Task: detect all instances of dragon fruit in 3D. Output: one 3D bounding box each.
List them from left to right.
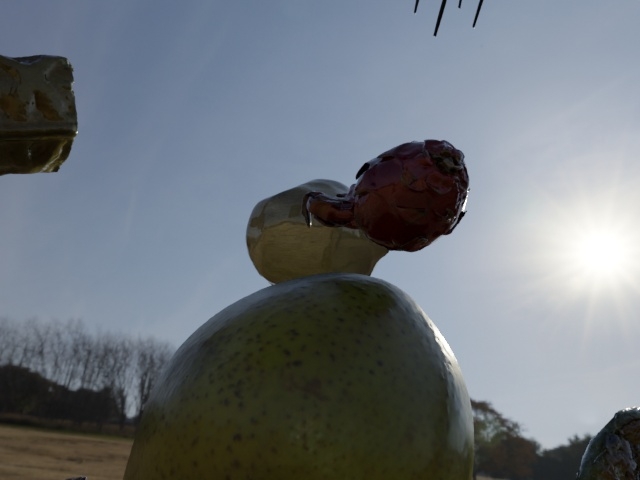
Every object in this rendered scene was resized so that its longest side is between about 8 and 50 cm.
[{"bbox_3d":[0.055,-0.032,0.489,0.094,0.094,0.190,22,-22,-34],"label":"dragon fruit"}]

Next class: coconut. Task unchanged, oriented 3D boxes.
[{"bbox_3d":[0.000,0.000,0.863,0.224,0.224,0.224,7,-20,2],"label":"coconut"}]

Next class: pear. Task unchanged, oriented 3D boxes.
[{"bbox_3d":[-0.008,0.165,0.447,0.294,0.294,0.294,7,-20,2],"label":"pear"}]

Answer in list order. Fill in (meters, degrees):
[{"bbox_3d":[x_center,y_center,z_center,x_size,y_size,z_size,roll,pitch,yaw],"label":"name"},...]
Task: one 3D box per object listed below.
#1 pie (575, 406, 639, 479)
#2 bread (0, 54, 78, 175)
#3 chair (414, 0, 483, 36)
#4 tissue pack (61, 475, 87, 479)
[{"bbox_3d":[0.472,0.391,0.782,0.302,0.303,0.067,17,-21,-24],"label":"pie"},{"bbox_3d":[-0.586,-0.225,0.994,0.196,0.239,0.252,-5,-1,42],"label":"bread"},{"bbox_3d":[0.085,-0.169,0.326,0.042,0.037,0.086,-13,-33,-19],"label":"chair"},{"bbox_3d":[-0.431,0.527,0.776,0.238,0.306,0.238,-16,-22,-6],"label":"tissue pack"}]
